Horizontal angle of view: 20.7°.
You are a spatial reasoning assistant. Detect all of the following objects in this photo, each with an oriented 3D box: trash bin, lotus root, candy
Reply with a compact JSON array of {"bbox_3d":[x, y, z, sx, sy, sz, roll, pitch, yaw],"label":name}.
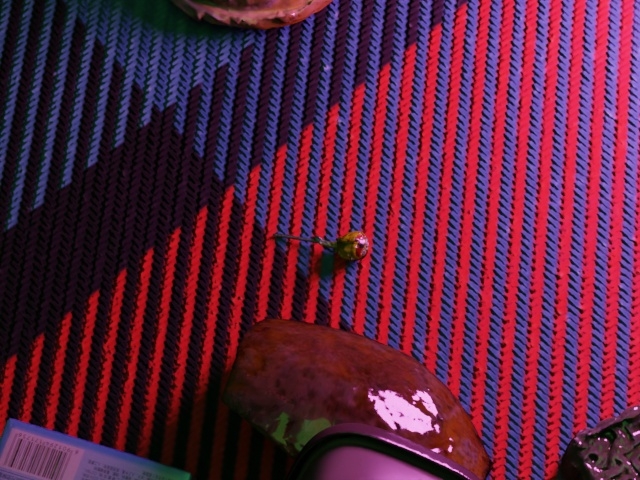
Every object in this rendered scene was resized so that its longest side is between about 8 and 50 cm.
[{"bbox_3d":[0.044,0.356,1.769,0.220,0.219,0.250,23,30,-4],"label":"trash bin"},{"bbox_3d":[0.040,0.199,1.955,0.314,0.142,0.210,25,73,13],"label":"lotus root"},{"bbox_3d":[0.000,0.000,2.097,0.123,0.035,0.035,10,26,20],"label":"candy"}]

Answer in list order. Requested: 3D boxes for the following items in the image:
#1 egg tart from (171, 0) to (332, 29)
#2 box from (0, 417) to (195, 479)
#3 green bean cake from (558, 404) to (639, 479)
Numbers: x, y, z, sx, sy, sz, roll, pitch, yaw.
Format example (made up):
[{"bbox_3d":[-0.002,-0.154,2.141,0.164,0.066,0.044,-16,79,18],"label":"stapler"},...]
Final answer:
[{"bbox_3d":[-0.088,-0.416,2.216,0.315,0.120,0.314,-2,68,5],"label":"egg tart"},{"bbox_3d":[-0.267,0.306,1.979,0.232,0.083,0.142,15,71,10],"label":"box"},{"bbox_3d":[0.373,0.263,1.917,0.181,0.094,0.173,-25,68,-4],"label":"green bean cake"}]
